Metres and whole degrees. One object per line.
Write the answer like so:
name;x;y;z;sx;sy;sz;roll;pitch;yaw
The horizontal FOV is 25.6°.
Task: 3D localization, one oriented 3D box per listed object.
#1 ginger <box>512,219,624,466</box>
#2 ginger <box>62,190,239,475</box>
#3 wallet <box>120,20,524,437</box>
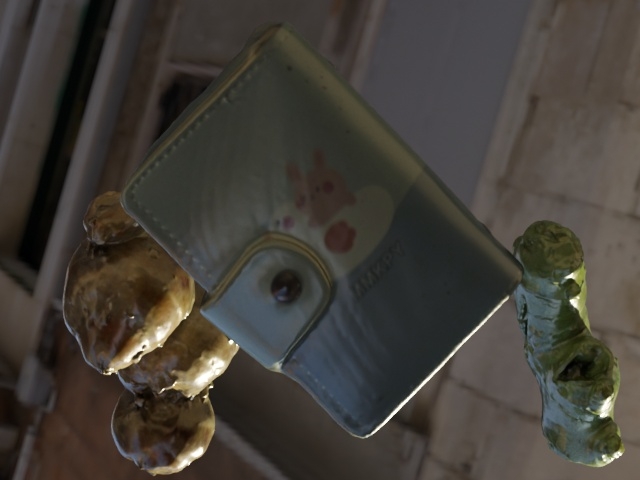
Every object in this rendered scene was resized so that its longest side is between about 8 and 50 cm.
ginger;0.261;0.109;1.483;0.089;0.290;0.137;-15;-165;0
ginger;-0.209;0.099;1.728;0.176;0.256;0.375;6;139;23
wallet;0.000;0.000;1.319;0.360;0.252;0.083;44;174;-15
